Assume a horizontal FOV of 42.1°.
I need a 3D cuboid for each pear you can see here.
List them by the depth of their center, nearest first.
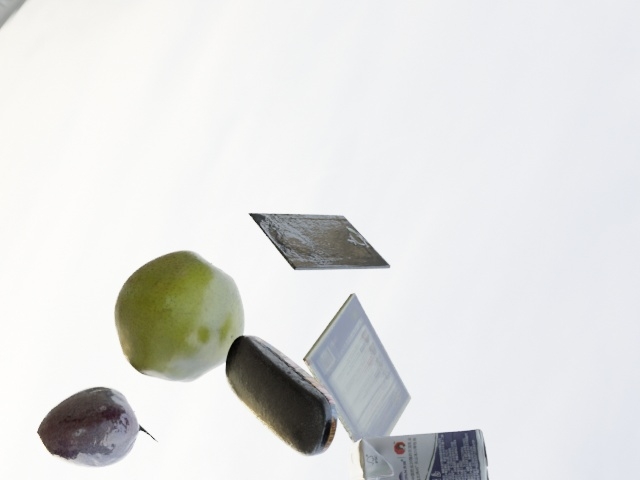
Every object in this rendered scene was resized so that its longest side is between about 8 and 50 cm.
[{"bbox_3d":[-0.307,0.166,1.834,0.294,0.294,0.294,-32,-142,29],"label":"pear"}]

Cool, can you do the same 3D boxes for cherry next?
[{"bbox_3d":[-0.532,0.438,1.961,0.213,0.266,0.183,10,-83,64],"label":"cherry"}]

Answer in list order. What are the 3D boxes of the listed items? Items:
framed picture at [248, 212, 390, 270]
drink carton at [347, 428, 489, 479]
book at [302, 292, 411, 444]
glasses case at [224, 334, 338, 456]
[{"bbox_3d":[0.000,0.000,2.160,0.244,0.324,0.013,49,-55,39],"label":"framed picture"},{"bbox_3d":[0.166,0.392,1.461,0.134,0.222,0.101,117,-29,-71],"label":"drink carton"},{"bbox_3d":[0.088,0.307,1.836,0.018,0.322,0.228,-7,-150,40],"label":"book"},{"bbox_3d":[-0.081,0.287,1.576,0.321,0.082,0.122,31,-68,46],"label":"glasses case"}]
